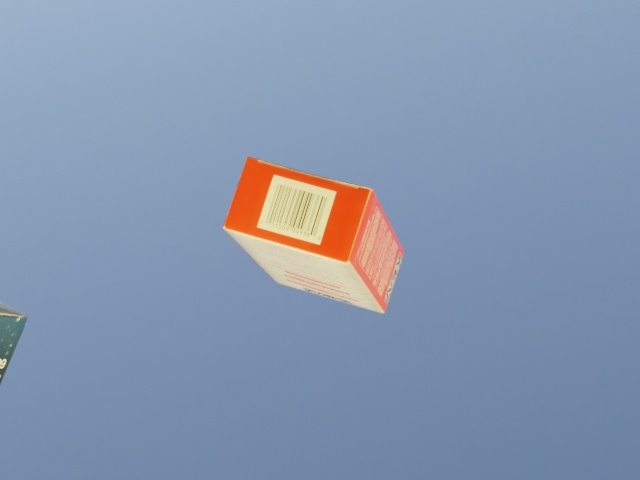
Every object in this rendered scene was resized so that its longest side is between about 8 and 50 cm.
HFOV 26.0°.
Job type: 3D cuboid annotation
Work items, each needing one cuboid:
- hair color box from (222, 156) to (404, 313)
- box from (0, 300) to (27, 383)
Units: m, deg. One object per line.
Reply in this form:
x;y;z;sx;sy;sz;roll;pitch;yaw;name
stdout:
0.000;0.000;0.767;0.072;0.141;0.043;16;-101;13;hair color box
-0.236;-0.008;0.462;0.233;0.044;0.159;25;-175;25;box
